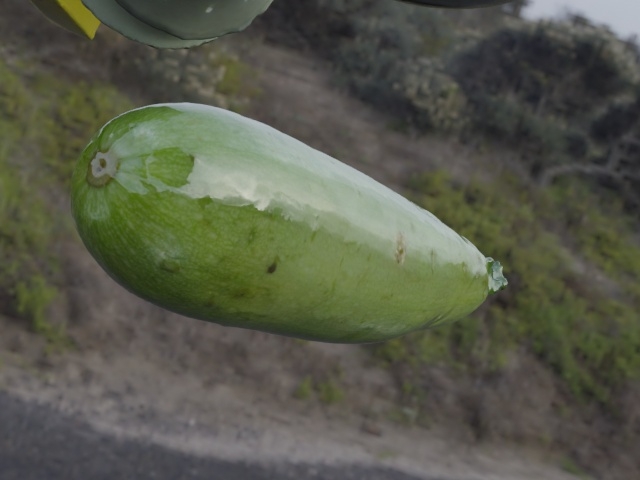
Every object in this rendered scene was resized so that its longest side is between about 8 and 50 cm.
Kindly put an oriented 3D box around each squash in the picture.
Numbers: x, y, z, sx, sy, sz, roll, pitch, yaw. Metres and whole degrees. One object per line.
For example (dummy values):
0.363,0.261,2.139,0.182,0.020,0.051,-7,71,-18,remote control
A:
-0.005,0.006,0.904,0.118,0.118,0.370,26,4,38,squash

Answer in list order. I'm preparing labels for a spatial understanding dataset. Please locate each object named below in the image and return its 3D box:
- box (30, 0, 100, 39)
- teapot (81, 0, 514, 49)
-0.111,-0.272,0.899,0.041,0.279,0.153,24,-9,17,box
-0.004,-0.155,0.565,0.183,0.183,0.251,12,-17,-33,teapot
